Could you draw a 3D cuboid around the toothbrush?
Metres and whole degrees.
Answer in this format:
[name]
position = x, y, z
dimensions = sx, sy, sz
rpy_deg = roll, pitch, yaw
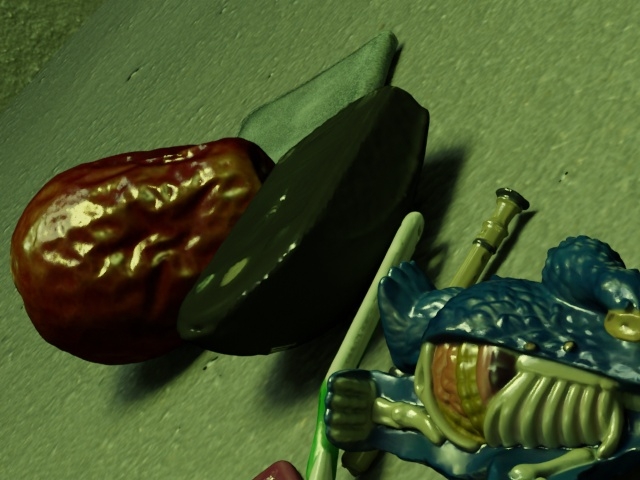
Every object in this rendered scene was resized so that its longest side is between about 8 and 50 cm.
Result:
[toothbrush]
position = 0.010, 0.120, 1.015
dimensions = 0.042, 0.040, 0.418
rpy_deg = 99, -166, -44

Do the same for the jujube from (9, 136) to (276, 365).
[jujube]
position = -0.151, 0.003, 1.394
dimensions = 0.255, 0.190, 0.190
rpy_deg = -28, 26, 13

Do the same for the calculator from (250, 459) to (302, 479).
[calculator]
position = -0.082, 0.234, 1.055
dimensions = 0.190, 0.034, 0.126
rpy_deg = -44, 20, 8

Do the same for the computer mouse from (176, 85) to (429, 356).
[computer mouse]
position = 0.000, 0.000, 1.211
dimensions = 0.170, 0.100, 0.269
rpy_deg = -28, 21, 43

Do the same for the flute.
[flute]
position = 0.078, 0.061, 1.057
dimensions = 0.233, 0.027, 0.027
rpy_deg = -57, 23, -20

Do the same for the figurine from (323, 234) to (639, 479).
[figurine]
position = 0.129, 0.083, 0.822
dimensions = 0.262, 0.121, 0.164
rpy_deg = 19, 74, 49

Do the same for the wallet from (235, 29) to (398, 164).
[wallet]
position = -0.020, -0.108, 1.533
dimensions = 0.222, 0.036, 0.167
rpy_deg = -30, 27, 35
